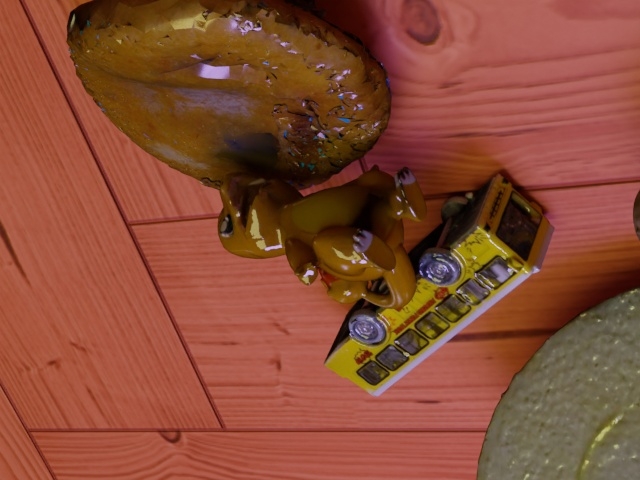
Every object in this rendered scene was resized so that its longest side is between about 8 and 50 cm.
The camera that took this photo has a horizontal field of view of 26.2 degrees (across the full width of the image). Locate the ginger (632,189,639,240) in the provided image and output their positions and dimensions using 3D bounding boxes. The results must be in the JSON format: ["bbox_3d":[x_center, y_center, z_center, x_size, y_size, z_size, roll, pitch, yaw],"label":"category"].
[{"bbox_3d":[0.327,0.046,0.888,0.245,0.155,0.304,-2,95,23],"label":"ginger"}]

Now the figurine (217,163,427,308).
[{"bbox_3d":[0.000,0.002,1.054,0.176,0.121,0.122,11,141,34],"label":"figurine"}]

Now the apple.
[{"bbox_3d":[0.296,0.160,1.040,0.346,0.179,0.254,-25,120,27],"label":"apple"}]

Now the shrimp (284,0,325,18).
[{"bbox_3d":[-0.049,-0.196,0.997,0.190,0.075,0.073,4,91,8],"label":"shrimp"}]

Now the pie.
[{"bbox_3d":[-0.070,-0.113,1.031,0.274,0.069,0.273,13,160,5],"label":"pie"}]

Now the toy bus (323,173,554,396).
[{"bbox_3d":[0.086,0.041,1.107,0.074,0.081,0.226,38,132,-8],"label":"toy bus"}]
